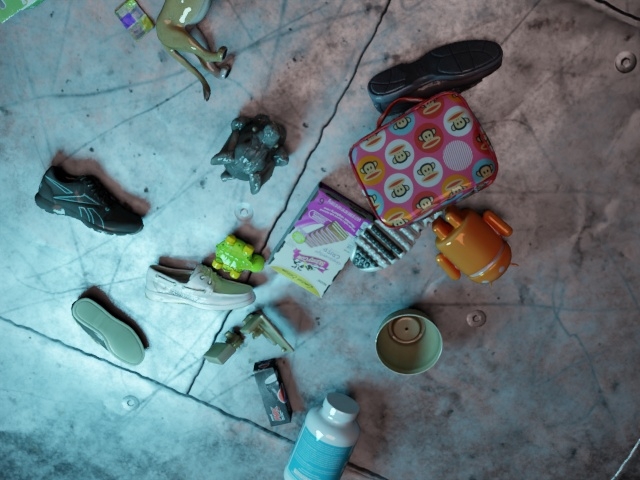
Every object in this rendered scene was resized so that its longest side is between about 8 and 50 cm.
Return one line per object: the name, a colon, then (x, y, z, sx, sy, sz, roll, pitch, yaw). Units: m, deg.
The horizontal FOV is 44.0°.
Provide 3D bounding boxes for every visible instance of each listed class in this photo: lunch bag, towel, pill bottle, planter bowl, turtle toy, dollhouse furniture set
lunch bag: (0.212, -0.185, 1.713, 0.293, 0.120, 0.258, -27, 84, 11)
towel: (-0.419, -0.497, 1.782, 0.060, 0.009, 0.083, -32, 105, 14)
pill bottle: (0.012, 0.526, 2.040, 0.146, 0.146, 0.264, 20, 110, -4)
planter bowl: (0.214, 0.233, 1.948, 0.162, 0.109, 0.162, 1, 110, 2)
turtle toy: (-0.196, 0.039, 1.925, 0.130, 0.066, 0.095, 29, 108, -7)
dollhouse furniture set: (-0.180, 0.279, 1.968, 0.151, 0.144, 0.123, -46, 104, -21)

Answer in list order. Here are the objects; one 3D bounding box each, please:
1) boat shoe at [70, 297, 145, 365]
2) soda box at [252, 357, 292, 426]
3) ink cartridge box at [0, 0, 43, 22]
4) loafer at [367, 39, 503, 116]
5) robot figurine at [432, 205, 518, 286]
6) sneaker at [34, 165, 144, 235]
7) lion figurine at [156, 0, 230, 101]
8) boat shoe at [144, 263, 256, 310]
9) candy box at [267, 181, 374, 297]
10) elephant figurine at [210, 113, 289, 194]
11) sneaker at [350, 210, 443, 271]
boat shoe: (-0.540, 0.231, 2.012, 0.227, 0.069, 0.081, 48, 65, -17)
soda box: (-0.123, 0.395, 2.052, 0.060, 0.053, 0.168, -14, 108, 8)
ink cartridge box: (-0.639, -0.579, 1.737, 0.209, 0.062, 0.109, -29, 105, 12)
loafer: (0.257, -0.358, 1.760, 0.303, 0.109, 0.095, -16, 144, 10)
robot figurine: (0.359, 0.012, 1.854, 0.219, 0.128, 0.158, 42, 74, -11)
sneaker: (-0.545, -0.090, 1.882, 0.267, 0.101, 0.106, 20, 107, -4)
lion figurine: (-0.278, -0.519, 1.702, 0.240, 0.142, 0.392, 25, 113, 2)
boat shoe: (-0.295, 0.106, 1.937, 0.277, 0.098, 0.096, 5, 110, 3)
candy box: (0.000, 0.000, 1.899, 0.159, 0.071, 0.233, 31, 108, -8)
elephant figurine: (-0.159, -0.191, 1.752, 0.170, 0.239, 0.186, 0, 109, 3)
sneaker: (0.194, -0.035, 1.838, 0.292, 0.118, 0.110, -42, 84, 8)
